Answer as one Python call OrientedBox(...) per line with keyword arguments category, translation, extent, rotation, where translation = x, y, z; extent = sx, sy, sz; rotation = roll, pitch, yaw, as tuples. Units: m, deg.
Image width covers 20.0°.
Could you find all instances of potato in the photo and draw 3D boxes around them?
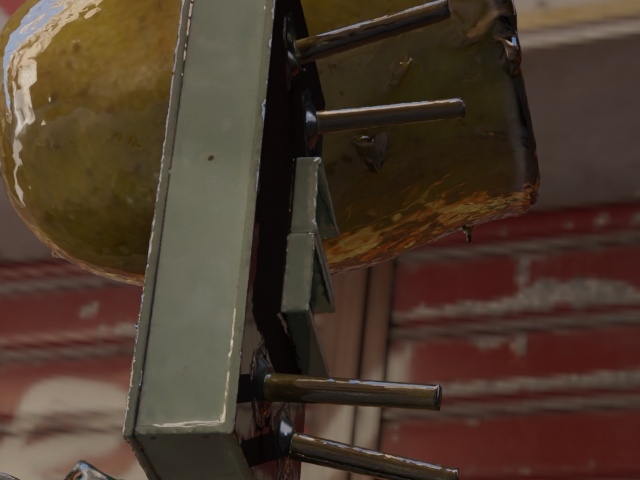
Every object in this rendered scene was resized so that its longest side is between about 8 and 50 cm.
OrientedBox(category="potato", translation=(-0.054, -0.117, 1.080), extent=(0.296, 0.397, 0.290), rotation=(-16, -65, -5))

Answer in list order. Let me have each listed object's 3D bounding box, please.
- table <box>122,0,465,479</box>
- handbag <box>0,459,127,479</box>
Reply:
OrientedBox(category="table", translation=(0.000, 0.000, 0.738), extent=(0.111, 0.240, 0.121), rotation=(-2, -34, 9))
OrientedBox(category="handbag", translation=(-0.162, 0.212, 0.949), extent=(0.247, 0.079, 0.260), rotation=(9, -47, 22))
